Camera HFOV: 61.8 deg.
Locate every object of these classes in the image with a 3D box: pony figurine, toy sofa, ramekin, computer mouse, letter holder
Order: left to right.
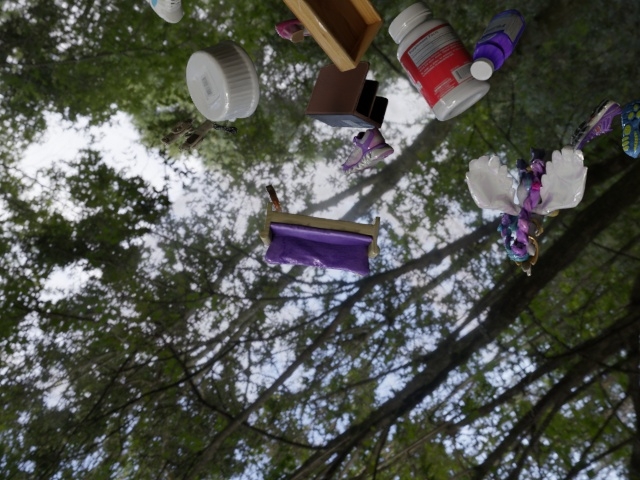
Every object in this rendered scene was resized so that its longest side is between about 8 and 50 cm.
[{"bbox_3d":[-0.357,-0.562,1.911,0.135,0.277,0.277,-30,-105,-38],"label":"ramekin"},{"bbox_3d":[-0.389,-0.540,2.272,0.106,0.192,0.042,20,-142,-5],"label":"computer mouse"},{"bbox_3d":[0.000,0.000,1.656,0.363,0.177,0.150,8,171,0],"label":"toy sofa"},{"bbox_3d":[0.112,-0.559,2.055,0.152,0.214,0.302,16,-179,-38],"label":"letter holder"},{"bbox_3d":[0.602,-0.124,1.529,0.363,0.303,0.350,-48,-49,-49],"label":"pony figurine"}]

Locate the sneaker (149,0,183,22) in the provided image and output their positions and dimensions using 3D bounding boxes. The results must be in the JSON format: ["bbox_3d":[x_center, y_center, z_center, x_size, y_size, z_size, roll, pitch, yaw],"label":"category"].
[{"bbox_3d":[-0.418,-0.686,1.460,0.092,0.087,0.228,39,160,19],"label":"sneaker"}]

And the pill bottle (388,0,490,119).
[{"bbox_3d":[0.436,-0.677,2.012,0.407,0.229,0.229,59,-151,7],"label":"pill bottle"}]

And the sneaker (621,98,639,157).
[{"bbox_3d":[0.919,-0.327,1.556,0.078,0.067,0.188,24,-106,-43],"label":"sneaker"}]

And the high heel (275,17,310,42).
[{"bbox_3d":[-0.035,-0.756,1.869,0.244,0.082,0.117,-30,-126,-19],"label":"high heel"}]

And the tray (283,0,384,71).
[{"bbox_3d":[0.001,-0.705,1.513,0.411,0.076,0.202,42,-112,-32],"label":"tray"}]

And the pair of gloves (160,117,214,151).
[{"bbox_3d":[-0.636,-0.510,2.578,0.240,0.204,0.042,22,156,36],"label":"pair of gloves"}]

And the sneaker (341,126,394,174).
[{"bbox_3d":[0.129,-0.271,1.612,0.095,0.236,0.104,-24,-91,-27],"label":"sneaker"}]

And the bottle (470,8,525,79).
[{"bbox_3d":[0.548,-0.611,1.675,0.092,0.118,0.282,48,-122,-24],"label":"bottle"}]

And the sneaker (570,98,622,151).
[{"bbox_3d":[0.766,-0.309,1.486,0.071,0.169,0.068,33,-151,-4],"label":"sneaker"}]

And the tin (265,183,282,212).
[{"bbox_3d":[-0.211,-0.189,2.406,0.189,0.040,0.106,-122,17,-64],"label":"tin"}]
